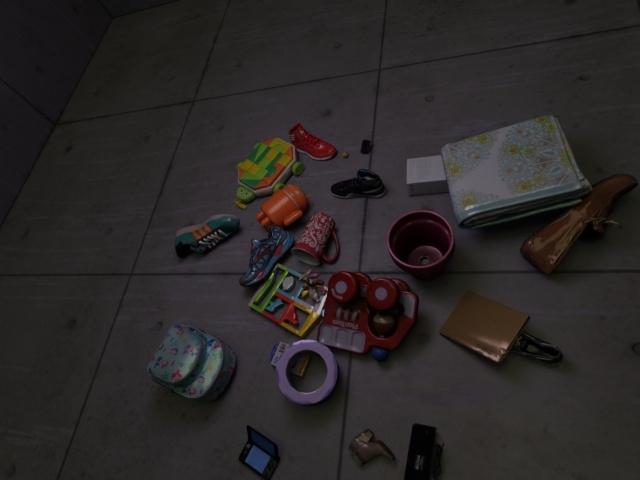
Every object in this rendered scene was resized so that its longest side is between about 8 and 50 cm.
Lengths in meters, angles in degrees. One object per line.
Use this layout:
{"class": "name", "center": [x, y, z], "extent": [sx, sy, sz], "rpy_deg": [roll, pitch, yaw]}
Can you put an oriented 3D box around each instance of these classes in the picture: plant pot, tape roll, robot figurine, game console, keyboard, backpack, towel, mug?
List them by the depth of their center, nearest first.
{"class": "keyboard", "center": [0.280, 0.597, 1.144], "extent": [0.100, 0.038, 0.192], "rpy_deg": [-8, 58, 44]}
{"class": "game console", "center": [-0.187, 0.629, 1.272], "extent": [0.122, 0.071, 0.107], "rpy_deg": [20, 70, 29]}
{"class": "tape roll", "center": [-0.038, 0.405, 1.313], "extent": [0.189, 0.080, 0.188], "rpy_deg": [-3, 65, 6]}
{"class": "towel", "center": [0.588, -0.214, 1.336], "extent": [0.375, 0.090, 0.320], "rpy_deg": [-13, 53, 19]}
{"class": "plant pot", "center": [0.323, 0.033, 1.348], "extent": [0.201, 0.180, 0.201], "rpy_deg": [-10, 59, 16]}
{"class": "backpack", "center": [-0.422, 0.408, 1.427], "extent": [0.254, 0.191, 0.225], "rpy_deg": [18, 69, 23]}
{"class": "mug", "center": [-0.007, 0.000, 1.557], "extent": [0.113, 0.150, 0.169], "rpy_deg": [-16, 43, 56]}
{"class": "robot figurine", "center": [-0.142, -0.129, 1.650], "extent": [0.219, 0.128, 0.158], "rpy_deg": [-40, 13, -4]}

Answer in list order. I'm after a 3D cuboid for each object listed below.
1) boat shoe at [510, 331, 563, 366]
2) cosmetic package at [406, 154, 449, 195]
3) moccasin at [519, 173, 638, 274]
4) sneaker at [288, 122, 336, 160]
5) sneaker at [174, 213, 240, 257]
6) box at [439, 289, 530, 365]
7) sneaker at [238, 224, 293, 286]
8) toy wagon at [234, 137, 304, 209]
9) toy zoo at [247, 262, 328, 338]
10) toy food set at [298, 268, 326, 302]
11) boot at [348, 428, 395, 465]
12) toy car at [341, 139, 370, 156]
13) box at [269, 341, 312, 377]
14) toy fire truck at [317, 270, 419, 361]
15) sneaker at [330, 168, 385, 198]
{"class": "boat shoe", "center": [0.560, 0.279, 1.188], "extent": [0.206, 0.065, 0.075], "rpy_deg": [22, 72, 30]}
{"class": "cosmetic package", "center": [0.424, -0.235, 1.521], "extent": [0.231, 0.085, 0.117], "rpy_deg": [-2, 61, 17]}
{"class": "moccasin", "center": [0.773, -0.047, 1.250], "extent": [0.380, 0.139, 0.147], "rpy_deg": [-38, 62, -5]}
{"class": "sneaker", "center": [-0.047, -0.409, 1.770], "extent": [0.221, 0.128, 0.087], "rpy_deg": [17, 70, 29]}
{"class": "sneaker", "center": [-0.453, -0.009, 1.720], "extent": [0.302, 0.108, 0.121], "rpy_deg": [-19, 58, 20]}
{"class": "box", "center": [0.467, 0.243, 1.232], "extent": [0.164, 0.021, 0.201], "rpy_deg": [-51, 37, -12]}
{"class": "sneaker", "center": [-0.223, 0.049, 1.570], "extent": [0.262, 0.125, 0.104], "rpy_deg": [-51, 21, -17]}
{"class": "toy wagon", "center": [-0.243, -0.279, 1.809], "extent": [0.267, 0.068, 0.344], "rpy_deg": [32, 76, 32]}
{"class": "toy zoo", "center": [-0.092, 0.212, 1.496], "extent": [0.293, 0.030, 0.192], "rpy_deg": [24, 72, 30]}
{"class": "toy food set", "center": [-0.023, 0.149, 1.474], "extent": [0.078, 0.019, 0.122], "rpy_deg": [-42, 56, -6]}
{"class": "boot", "center": [0.138, 0.591, 1.193], "extent": [0.118, 0.042, 0.087], "rpy_deg": [38, 86, 34]}
{"class": "toy car", "center": [0.144, -0.377, 1.727], "extent": [0.122, 0.060, 0.040], "rpy_deg": [-4, 29, 11]}
{"class": "box", "center": [-0.101, 0.387, 1.404], "extent": [0.136, 0.028, 0.081], "rpy_deg": [13, 68, 29]}
{"class": "toy fire truck", "center": [0.146, 0.233, 1.334], "extent": [0.302, 0.169, 0.253], "rpy_deg": [8, 88, 25]}
{"class": "sneaker", "center": [0.128, -0.220, 1.601], "extent": [0.217, 0.121, 0.079], "rpy_deg": [2, 62, 22]}
